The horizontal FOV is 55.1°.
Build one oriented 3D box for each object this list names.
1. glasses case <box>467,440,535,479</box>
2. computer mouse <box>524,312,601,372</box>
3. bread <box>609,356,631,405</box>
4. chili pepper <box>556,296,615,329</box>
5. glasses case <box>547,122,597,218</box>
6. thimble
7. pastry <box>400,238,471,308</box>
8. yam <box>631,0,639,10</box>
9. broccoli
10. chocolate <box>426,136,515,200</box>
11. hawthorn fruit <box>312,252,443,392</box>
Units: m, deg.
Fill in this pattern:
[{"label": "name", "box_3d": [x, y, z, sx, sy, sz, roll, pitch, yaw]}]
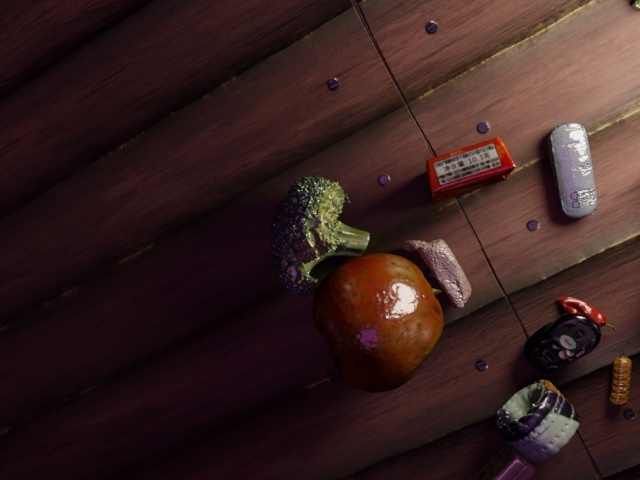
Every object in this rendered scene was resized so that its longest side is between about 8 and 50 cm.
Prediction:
[{"label": "glasses case", "box_3d": [0.531, 0.784, 1.937, 0.076, 0.144, 0.336, 38, 101, 0]}, {"label": "computer mouse", "box_3d": [0.727, 0.301, 1.852, 0.233, 0.096, 0.137, -41, 91, 26]}, {"label": "bread", "box_3d": [0.916, 0.431, 1.872, 0.052, 0.044, 0.157, 4, 99, 14]}, {"label": "chili pepper", "box_3d": [0.805, 0.221, 1.852, 0.191, 0.050, 0.059, 28, 119, 11]}, {"label": "glasses case", "box_3d": [0.735, -0.203, 1.788, 0.109, 0.067, 0.282, -11, 98, 8]}, {"label": "thimble", "box_3d": [0.645, 0.543, 1.847, 0.237, 0.237, 0.150, -44, 87, 12]}, {"label": "pastry", "box_3d": [0.371, 0.082, 1.872, 0.112, 0.103, 0.265, -42, 93, 5]}, {"label": "yam", "box_3d": [0.943, -0.759, 1.674, 0.061, 0.061, 0.274, 28, 103, 3]}, {"label": "broccoli", "box_3d": [-0.014, -0.002, 1.840, 0.302, 0.249, 0.375, 15, 95, 9]}, {"label": "chocolate", "box_3d": [0.419, -0.199, 1.756, 0.238, 0.235, 0.108, -16, 85, 11]}, {"label": "hawthorn fruit", "box_3d": [0.184, 0.230, 1.794, 0.403, 0.403, 0.402, 1, 99, 8]}]
